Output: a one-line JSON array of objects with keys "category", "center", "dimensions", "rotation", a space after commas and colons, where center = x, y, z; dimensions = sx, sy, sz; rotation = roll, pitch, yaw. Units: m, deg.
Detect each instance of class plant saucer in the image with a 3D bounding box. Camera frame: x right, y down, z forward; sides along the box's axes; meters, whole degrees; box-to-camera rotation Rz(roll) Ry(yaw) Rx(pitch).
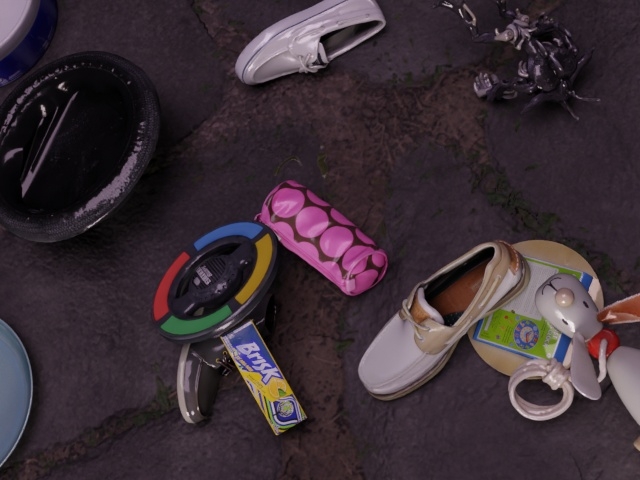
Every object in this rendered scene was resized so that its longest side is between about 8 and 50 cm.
[{"category": "plant saucer", "center": [-0.599, 0.263, 2.147], "dimensions": [0.318, 0.043, 0.317], "rotation": [-5, 69, 15]}]

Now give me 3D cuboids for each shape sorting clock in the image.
[{"category": "shape sorting clock", "center": [0.309, 0.100, 1.936], "dimensions": [0.206, 0.040, 0.206], "rotation": [-9, 69, 25]}]

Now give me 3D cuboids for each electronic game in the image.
[{"category": "electronic game", "center": [-0.158, 0.059, 2.001], "dimensions": [0.229, 0.048, 0.229], "rotation": [-24, 38, 21]}]

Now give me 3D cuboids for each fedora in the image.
[{"category": "fedora", "center": [-0.387, -0.136, 2.172], "dimensions": [0.334, 0.152, 0.334], "rotation": [-6, 68, 15]}]

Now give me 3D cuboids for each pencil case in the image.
[{"category": "pencil case", "center": [0.000, 0.000, 2.040], "dimensions": [0.209, 0.095, 0.098], "rotation": [36, 45, 27]}]

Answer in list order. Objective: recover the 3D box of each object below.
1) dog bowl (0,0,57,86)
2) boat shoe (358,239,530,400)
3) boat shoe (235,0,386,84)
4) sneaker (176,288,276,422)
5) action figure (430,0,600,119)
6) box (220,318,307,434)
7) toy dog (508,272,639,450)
[{"category": "dog bowl", "center": [-0.606, -0.403, 2.366], "dimensions": [0.265, 0.104, 0.264], "rotation": [-6, 68, 14]}, {"category": "boat shoe", "center": [0.161, 0.107, 1.926], "dimensions": [0.302, 0.103, 0.113], "rotation": [-45, 58, 8]}, {"category": "boat shoe", "center": [-0.016, -0.318, 2.162], "dimensions": [0.258, 0.095, 0.084], "rotation": [-32, 60, 4]}, {"category": "sneaker", "center": [-0.141, 0.171, 2.021], "dimensions": [0.118, 0.083, 0.222], "rotation": [4, 70, 18]}, {"category": "action figure", "center": [0.305, -0.293, 2.038], "dimensions": [0.164, 0.141, 0.275], "rotation": [-40, 90, -10]}, {"category": "box", "center": [-0.085, 0.200, 1.968], "dimensions": [0.054, 0.059, 0.169], "rotation": [-30, 91, -6]}, {"category": "toy dog", "center": [0.423, 0.179, 1.781], "dimensions": [0.334, 0.161, 0.220], "rotation": [23, 83, 11]}]
